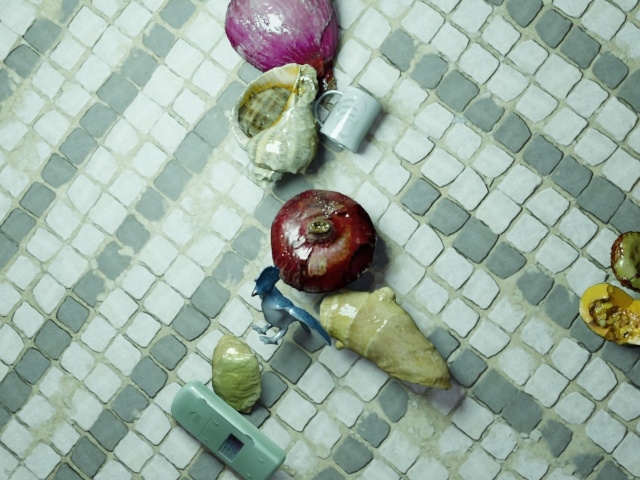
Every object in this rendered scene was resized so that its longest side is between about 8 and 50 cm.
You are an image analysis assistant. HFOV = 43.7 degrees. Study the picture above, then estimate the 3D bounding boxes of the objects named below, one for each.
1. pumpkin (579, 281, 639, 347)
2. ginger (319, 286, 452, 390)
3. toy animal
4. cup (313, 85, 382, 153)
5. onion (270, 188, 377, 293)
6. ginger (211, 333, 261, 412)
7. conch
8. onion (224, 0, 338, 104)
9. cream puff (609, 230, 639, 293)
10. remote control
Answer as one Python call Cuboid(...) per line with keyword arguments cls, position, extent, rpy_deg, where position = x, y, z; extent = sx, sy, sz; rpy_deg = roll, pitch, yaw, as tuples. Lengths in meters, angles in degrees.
Cuboid(cls="pumpkin", position=(0.673, 0.174, 1.779), extent=(0.183, 0.107, 0.119), rpy_deg=(26, 82, 28))
Cuboid(cls="ginger", position=(0.157, 0.229, 1.829), extent=(0.354, 0.126, 0.190), rpy_deg=(40, 97, 3))
Cuboid(cls="toy animal", position=(-0.082, 0.155, 1.801), extent=(0.239, 0.255, 0.176), rpy_deg=(39, 103, 36))
Cuboid(cls="cup", position=(0.056, -0.291, 1.860), extent=(0.136, 0.099, 0.133), rpy_deg=(32, 93, -13))
Cuboid(cls="onion", position=(0.000, 0.000, 1.806), extent=(0.252, 0.219, 0.252), rpy_deg=(0, 81, 2))
Cuboid(cls="ginger", position=(-0.204, 0.315, 1.895), extent=(0.115, 0.123, 0.193), rpy_deg=(-3, 122, -11))
Cuboid(cls="conch", position=(-0.087, -0.259, 1.857), extent=(0.210, 0.159, 0.291), rpy_deg=(24, 83, 34))
Cuboid(cls="onion", position=(-0.071, -0.487, 1.857), extent=(0.267, 0.159, 0.349), rpy_deg=(-37, 84, 7))
Cuboid(cls="cream puff", position=(0.705, 0.054, 1.779), extent=(0.149, 0.084, 0.149), rpy_deg=(6, 66, -14))
Cuboid(cls="remote control", position=(-0.223, 0.453, 1.879), extent=(0.296, 0.056, 0.140), rpy_deg=(38, 126, 7))
